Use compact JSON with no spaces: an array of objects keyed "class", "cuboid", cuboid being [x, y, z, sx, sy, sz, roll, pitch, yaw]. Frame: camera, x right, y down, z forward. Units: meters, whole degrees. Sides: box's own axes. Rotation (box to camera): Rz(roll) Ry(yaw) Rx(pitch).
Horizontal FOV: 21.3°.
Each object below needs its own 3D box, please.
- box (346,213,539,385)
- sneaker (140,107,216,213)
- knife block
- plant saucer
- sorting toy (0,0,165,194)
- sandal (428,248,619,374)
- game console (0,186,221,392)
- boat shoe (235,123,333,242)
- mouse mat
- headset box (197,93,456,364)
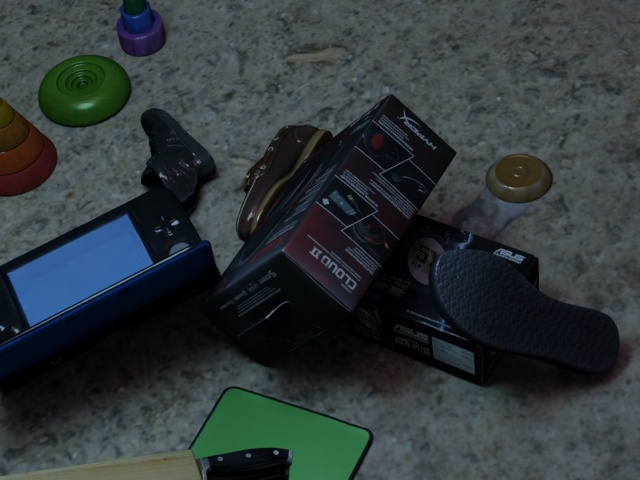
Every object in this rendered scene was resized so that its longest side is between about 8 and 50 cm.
[{"class":"box","cuboid":[0.141,0.063,1.960,0.180,0.077,0.147,21,54,25]},{"class":"sneaker","cuboid":[-0.200,-0.103,2.176,0.089,0.051,0.170,-33,56,-26]},{"class":"knife block","cuboid":[-0.162,0.266,1.718,0.242,0.275,0.088,-39,44,12]},{"class":"plant saucer","cuboid":[0.247,-0.082,2.118,0.083,0.015,0.083,-4,47,4]},{"class":"sorting toy","cuboid":[-0.341,-0.222,2.255,0.127,0.126,0.365,25,57,27]},{"class":"sandal","cuboid":[0.215,0.088,1.865,0.054,0.254,0.097,-12,55,58]},{"class":"game console","cuboid":[-0.279,0.035,1.960,0.293,0.173,0.250,-27,50,-6]},{"class":"boat shoe","cuboid":[-0.058,-0.070,2.116,0.073,0.073,0.207,14,45,22]},{"class":"mouse mat","cuboid":[-0.053,0.241,1.876,0.189,0.007,0.153,16,53,20]},{"class":"headset box","cuboid":[0.000,0.000,1.935,0.110,0.218,0.293,41,57,-10]}]
